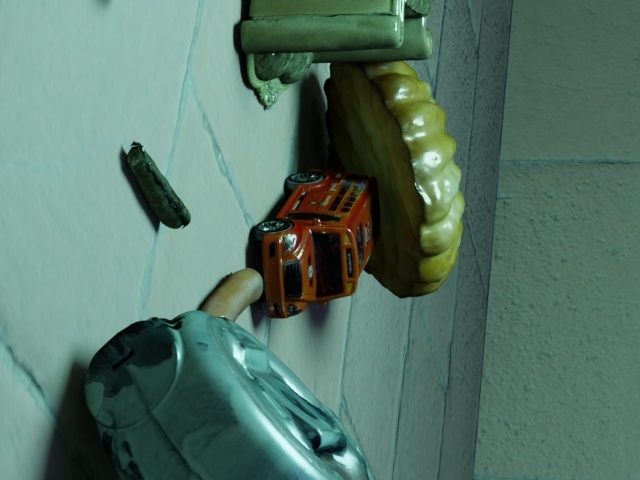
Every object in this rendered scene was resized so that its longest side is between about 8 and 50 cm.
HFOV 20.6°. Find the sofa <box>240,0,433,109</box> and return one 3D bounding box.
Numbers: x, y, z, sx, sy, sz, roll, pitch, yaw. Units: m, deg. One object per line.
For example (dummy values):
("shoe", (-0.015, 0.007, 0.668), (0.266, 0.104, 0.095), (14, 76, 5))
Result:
("sofa", (0.029, -0.246, 2.016), (0.258, 0.200, 0.182), (-12, 99, -78))

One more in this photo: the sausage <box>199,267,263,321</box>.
("sausage", (-0.096, 0.071, 1.825), (0.177, 0.040, 0.047), (-56, 151, -66))

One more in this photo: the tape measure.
("tape measure", (-0.073, 0.173, 1.505), (0.275, 0.147, 0.256), (49, 8, 14))

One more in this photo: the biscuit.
("biscuit", (0.097, -0.086, 2.226), (0.326, 0.107, 0.326), (164, -90, -75))

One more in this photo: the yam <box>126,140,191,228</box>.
("yam", (-0.154, -0.051, 1.619), (0.027, 0.033, 0.129), (-56, 150, -16))

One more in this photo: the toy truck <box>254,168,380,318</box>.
("toy truck", (0.000, 0.000, 2.073), (0.253, 0.114, 0.107), (-61, 150, -66))
